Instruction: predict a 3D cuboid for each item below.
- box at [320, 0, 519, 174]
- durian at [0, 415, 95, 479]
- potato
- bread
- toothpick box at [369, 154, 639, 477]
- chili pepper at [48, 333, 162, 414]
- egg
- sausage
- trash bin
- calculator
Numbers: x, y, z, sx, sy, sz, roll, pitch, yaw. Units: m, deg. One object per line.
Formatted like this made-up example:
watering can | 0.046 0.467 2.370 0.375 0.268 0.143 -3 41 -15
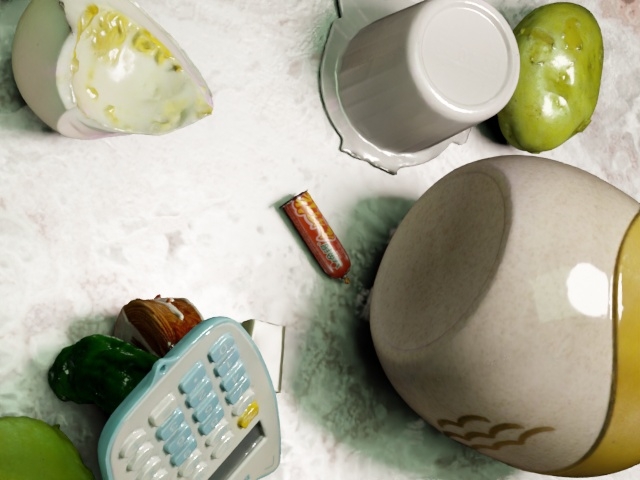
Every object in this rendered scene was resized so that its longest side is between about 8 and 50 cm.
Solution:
box | 0.150 -0.261 1.781 0.262 0.206 0.291 -23 95 -27
durian | -0.366 0.369 1.446 0.256 0.204 0.339 40 67 -2
potato | 0.337 -0.245 1.889 0.186 0.149 0.253 55 48 -34
bread | -0.197 0.145 1.582 0.073 0.160 0.160 -6 85 -33
toothpick box | 0.317 0.108 1.695 0.425 0.409 0.408 29 71 -25
chili pepper | -0.253 0.163 1.517 0.061 0.224 0.098 33 71 -36
egg | -0.290 -0.214 1.596 0.271 0.162 0.206 23 33 -53
sausage | 0.000 0.000 1.759 0.145 0.048 0.050 58 26 -8
trash bin | -0.081 0.157 1.700 0.061 0.043 0.092 14 73 -23
calculator | -0.153 0.243 1.516 0.054 0.386 0.256 31 64 25
